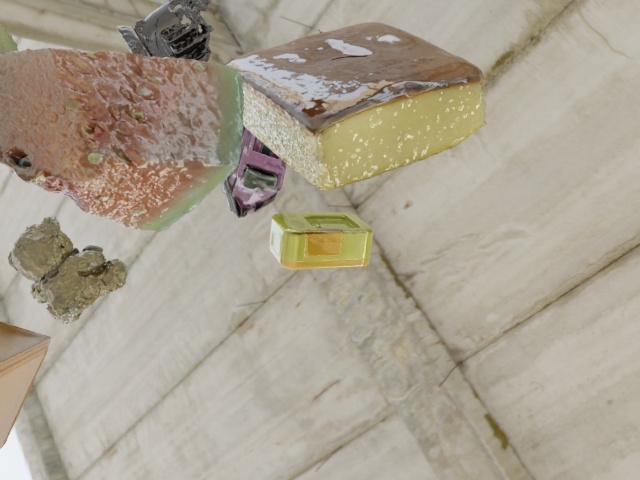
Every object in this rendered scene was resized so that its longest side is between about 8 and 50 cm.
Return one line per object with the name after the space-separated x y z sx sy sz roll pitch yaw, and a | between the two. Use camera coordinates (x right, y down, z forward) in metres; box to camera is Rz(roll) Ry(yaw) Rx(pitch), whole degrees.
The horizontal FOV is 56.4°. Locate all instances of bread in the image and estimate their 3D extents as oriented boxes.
0.046 -0.237 0.973 0.333 0.324 0.143 42 -32 46 | bread

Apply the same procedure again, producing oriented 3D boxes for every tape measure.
-0.150 -0.178 1.428 0.231 0.149 0.245 138 -34 -65 | tape measure

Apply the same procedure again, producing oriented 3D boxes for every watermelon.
-0.220 -0.120 0.641 0.140 0.257 0.193 -5 -102 43 | watermelon

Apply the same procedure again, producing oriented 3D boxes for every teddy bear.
-0.659 0.074 1.499 0.267 0.156 0.256 -35 -88 15 | teddy bear

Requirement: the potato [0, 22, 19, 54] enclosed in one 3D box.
-0.424 -0.235 0.633 0.120 0.081 0.149 -22 -64 11 | potato

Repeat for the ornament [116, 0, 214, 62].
-0.378 -0.533 1.574 0.260 0.106 0.251 -31 -110 -2 | ornament

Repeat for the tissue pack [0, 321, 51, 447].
-0.371 0.127 0.499 0.274 0.194 0.145 160 -48 -75 | tissue pack

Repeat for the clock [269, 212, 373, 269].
0.000 0.000 1.288 0.143 0.202 0.096 -130 -136 -60 | clock
